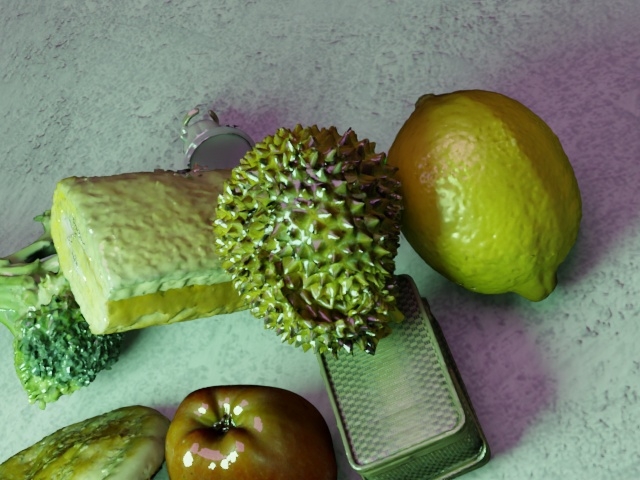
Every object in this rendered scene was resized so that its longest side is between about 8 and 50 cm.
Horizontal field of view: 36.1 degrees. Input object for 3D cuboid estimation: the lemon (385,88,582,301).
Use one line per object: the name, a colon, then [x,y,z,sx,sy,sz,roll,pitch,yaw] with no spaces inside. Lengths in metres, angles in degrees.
lemon: [0.222,-0.061,1.326,0.245,0.245,0.320,-32,90,3]

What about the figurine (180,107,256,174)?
figurine: [-0.187,-0.167,1.675,0.132,0.132,0.154,-35,39,1]

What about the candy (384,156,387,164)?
candy: [0.081,-0.120,1.550,0.323,0.097,0.097,2,62,34]

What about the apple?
apple: [-0.089,0.288,1.278,0.234,0.234,0.234,-11,57,18]

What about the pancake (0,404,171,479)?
pancake: [-0.368,0.333,1.328,0.387,0.082,0.387,-25,11,5]

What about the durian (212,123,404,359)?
durian: [-0.011,0.000,1.237,0.258,0.258,0.293,-2,101,23]

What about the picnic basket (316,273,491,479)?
picnic basket: [0.102,0.196,1.299,0.165,0.139,0.267,-25,54,8]

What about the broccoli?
broccoli: [-0.468,0.106,1.489,0.397,0.275,0.353,-11,15,-28]

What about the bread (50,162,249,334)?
bread: [-0.179,-0.007,1.425,0.375,0.165,0.237,-6,50,-33]
